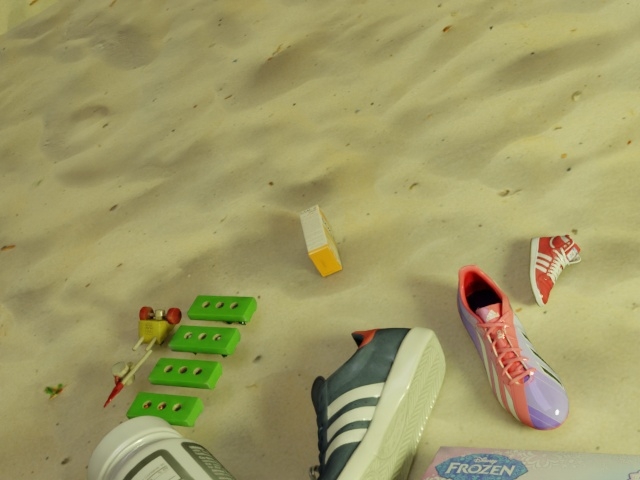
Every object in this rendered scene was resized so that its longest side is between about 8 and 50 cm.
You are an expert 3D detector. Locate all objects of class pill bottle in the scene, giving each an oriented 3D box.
[{"bbox_3d":[-0.173,0.355,1.153,0.161,0.161,0.283,-45,45,-13],"label":"pill bottle"}]

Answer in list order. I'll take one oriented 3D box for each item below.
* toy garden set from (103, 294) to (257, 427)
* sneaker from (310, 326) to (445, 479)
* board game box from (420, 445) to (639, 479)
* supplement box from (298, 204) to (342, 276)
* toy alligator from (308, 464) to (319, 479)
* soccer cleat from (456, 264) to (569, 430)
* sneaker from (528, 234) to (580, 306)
[{"bbox_3d":[-0.226,0.186,1.389,0.204,0.049,0.244,0,41,27],"label":"toy garden set"},{"bbox_3d":[0.036,0.256,1.160,0.148,0.131,0.350,5,46,32],"label":"sneaker"},{"bbox_3d":[0.210,0.336,0.915,0.319,0.066,0.318,-6,24,34],"label":"board game box"},{"bbox_3d":[0.000,0.000,1.444,0.036,0.062,0.098,-23,45,9],"label":"supplement box"},{"bbox_3d":[-0.004,0.375,1.127,0.051,0.056,0.189,-55,30,37],"label":"toy alligator"},{"bbox_3d":[0.239,0.136,1.172,0.083,0.095,0.248,-27,44,5],"label":"soccer cleat"},{"bbox_3d":[0.325,0.037,1.250,0.067,0.042,0.118,-11,45,24],"label":"sneaker"}]
